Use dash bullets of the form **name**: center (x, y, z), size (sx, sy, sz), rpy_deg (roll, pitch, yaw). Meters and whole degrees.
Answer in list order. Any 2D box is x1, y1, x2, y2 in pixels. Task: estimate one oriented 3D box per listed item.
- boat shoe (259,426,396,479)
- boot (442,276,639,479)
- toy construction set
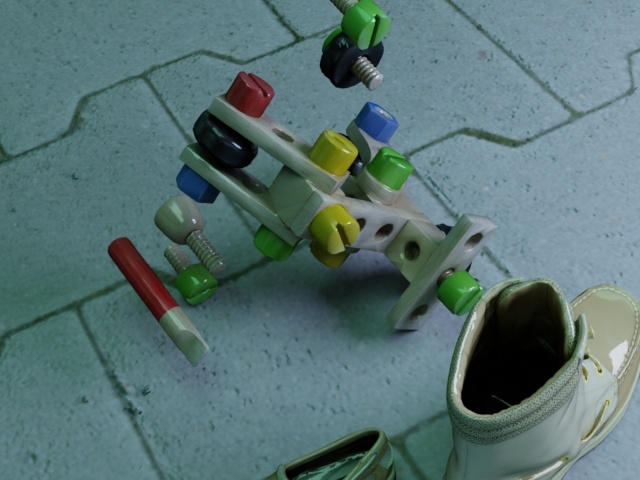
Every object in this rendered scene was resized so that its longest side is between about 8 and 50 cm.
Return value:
- **boat shoe**: center (-0.028, 0.200, 0.836), size (0.190, 0.072, 0.068), rpy_deg (-32, 52, -20)
- **boot**: center (0.177, 0.087, 0.822), size (0.095, 0.203, 0.262), rpy_deg (31, 60, 29)
- **toy construction set**: center (0.000, 0.000, 0.939), size (0.309, 0.257, 0.237), rpy_deg (-39, 65, 0)
